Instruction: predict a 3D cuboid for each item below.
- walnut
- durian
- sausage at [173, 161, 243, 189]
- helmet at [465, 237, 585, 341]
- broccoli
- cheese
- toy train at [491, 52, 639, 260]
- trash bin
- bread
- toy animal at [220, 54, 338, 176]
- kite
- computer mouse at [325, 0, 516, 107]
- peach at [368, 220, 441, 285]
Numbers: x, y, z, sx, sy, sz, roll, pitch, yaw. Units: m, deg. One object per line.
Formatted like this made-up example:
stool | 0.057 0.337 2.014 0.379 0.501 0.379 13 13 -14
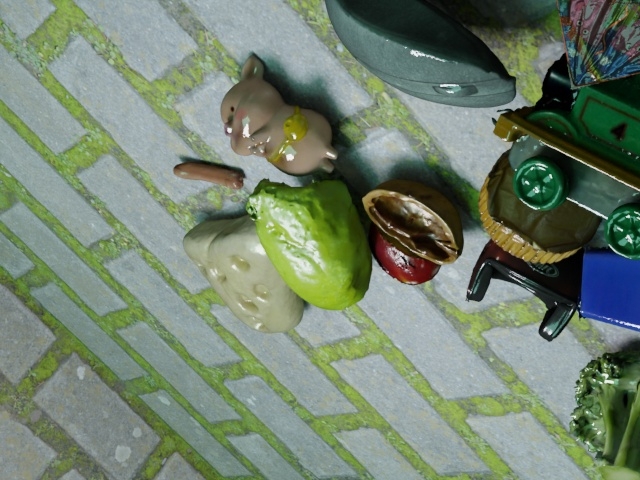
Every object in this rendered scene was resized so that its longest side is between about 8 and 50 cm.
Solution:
walnut | 0.188 -0.052 1.966 0.211 0.087 0.167 33 155 11
durian | 0.000 0.000 2.083 0.204 0.256 0.339 -26 104 13
sausage | -0.243 -0.143 2.316 0.186 0.043 0.043 13 141 32
helmet | 0.366 0.058 1.830 0.189 0.193 0.216 29 176 7
broccoli | 0.593 0.326 1.932 0.235 0.259 0.288 1 141 -6
cheese | -0.122 0.085 2.411 0.351 0.129 0.328 -7 126 51
toy train | 0.440 -0.131 1.505 0.429 0.178 0.249 32 120 27
trash bin | 0.529 0.088 1.637 0.235 0.163 0.184 8 97 48
bread | 0.354 -0.057 1.710 0.199 0.199 0.104 33 162 7
toy animal | -0.076 -0.207 1.978 0.248 0.149 0.165 38 133 13
kite | 0.396 -0.302 1.418 0.321 0.016 0.234 38 123 14
computer mouse | 0.128 -0.287 1.584 0.374 0.114 0.203 40 178 38
peach | 0.159 0.019 2.085 0.172 0.092 0.127 43 151 -13
